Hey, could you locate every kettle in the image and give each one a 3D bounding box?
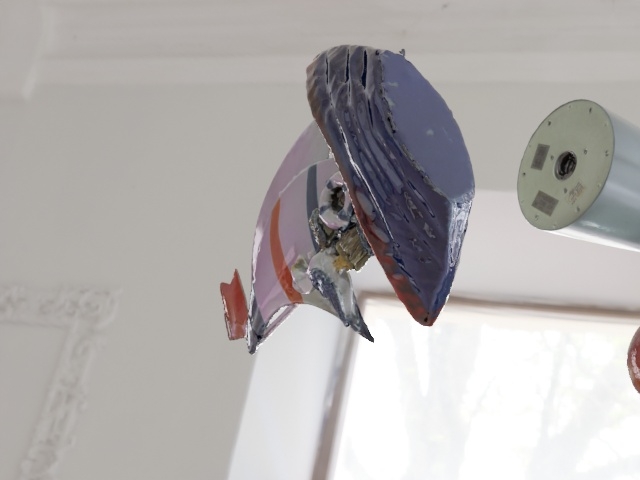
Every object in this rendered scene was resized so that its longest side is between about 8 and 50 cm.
[{"bbox_3d":[0.372,-0.066,1.206,0.243,0.160,0.210,17,11,-28],"label":"kettle"}]

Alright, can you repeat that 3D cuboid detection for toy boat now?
[{"bbox_3d":[0.002,-0.029,0.734,0.072,0.219,0.318,-1,-7,-31],"label":"toy boat"}]

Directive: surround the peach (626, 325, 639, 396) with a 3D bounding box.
[{"bbox_3d":[0.606,0.205,1.628,0.197,0.197,0.197,9,-28,5],"label":"peach"}]
